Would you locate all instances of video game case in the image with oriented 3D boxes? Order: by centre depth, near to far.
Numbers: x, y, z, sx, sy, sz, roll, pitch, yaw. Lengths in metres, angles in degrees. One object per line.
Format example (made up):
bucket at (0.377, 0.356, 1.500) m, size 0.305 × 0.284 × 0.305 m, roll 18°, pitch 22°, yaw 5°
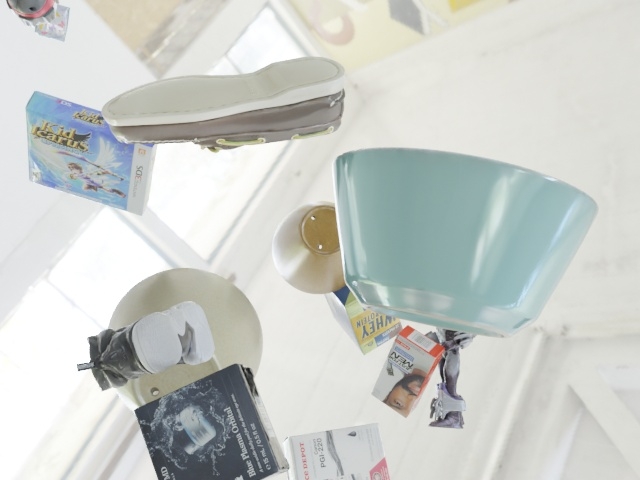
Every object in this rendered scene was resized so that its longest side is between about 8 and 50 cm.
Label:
video game case at (-0.500, -0.182, 1.621) m, size 0.244 × 0.269 × 0.061 m, roll 116°, pitch -11°, yaw -51°

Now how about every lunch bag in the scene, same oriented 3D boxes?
lunch bag at (-0.636, -0.516, 1.755) m, size 0.053 × 0.071 × 0.083 m, roll -23°, pitch -118°, yaw 58°

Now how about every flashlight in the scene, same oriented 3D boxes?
flashlight at (-0.571, -0.508, 1.409) m, size 0.103 × 0.103 × 0.304 m, roll -15°, pitch 178°, yaw -11°

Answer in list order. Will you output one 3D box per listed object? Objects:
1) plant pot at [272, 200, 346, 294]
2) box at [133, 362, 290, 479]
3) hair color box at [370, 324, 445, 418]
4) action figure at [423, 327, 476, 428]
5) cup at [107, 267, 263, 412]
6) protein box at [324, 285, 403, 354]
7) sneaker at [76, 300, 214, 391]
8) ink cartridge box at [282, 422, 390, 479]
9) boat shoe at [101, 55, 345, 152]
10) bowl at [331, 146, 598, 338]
plant pot at (0.000, 0.000, 1.794) m, size 0.237 × 0.237 × 0.254 m, roll -48°, pitch 176°, yaw -9°
box at (-0.147, 0.273, 1.017) m, size 0.158 × 0.156 × 0.093 m, roll -25°, pitch 164°, yaw 0°
hair color box at (0.176, 0.268, 1.513) m, size 0.053 × 0.093 × 0.167 m, roll -30°, pitch 144°, yaw -52°
action figure at (0.269, 0.247, 1.556) m, size 0.185 × 0.099 × 0.285 m, roll 119°, pitch -25°, yaw -77°
cup at (-0.275, 0.239, 1.465) m, size 0.331 × 0.331 × 0.237 m, roll -42°, pitch -169°, yaw 2°
protein box at (0.106, 0.167, 2.074) m, size 0.135 × 0.201 × 0.200 m, roll -30°, pitch -142°, yaw -10°
sneaker at (-0.271, 0.164, 1.158) m, size 0.153 × 0.101 × 0.268 m, roll -18°, pitch 174°, yaw 10°
ink cartridge box at (0.035, 0.508, 1.672) m, size 0.092 × 0.217 × 0.159 m, roll 114°, pitch -32°, yaw -65°
boat shoe at (-0.122, -0.168, 0.997) m, size 0.324 × 0.097 × 0.117 m, roll -13°, pitch -138°, yaw -12°
bowl at (0.148, 0.017, 0.864) m, size 0.311 × 0.311 × 0.163 m, roll 0°, pitch -105°, yaw 55°
